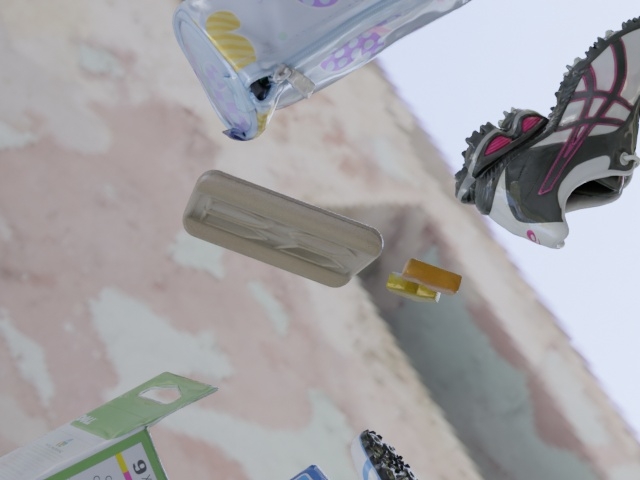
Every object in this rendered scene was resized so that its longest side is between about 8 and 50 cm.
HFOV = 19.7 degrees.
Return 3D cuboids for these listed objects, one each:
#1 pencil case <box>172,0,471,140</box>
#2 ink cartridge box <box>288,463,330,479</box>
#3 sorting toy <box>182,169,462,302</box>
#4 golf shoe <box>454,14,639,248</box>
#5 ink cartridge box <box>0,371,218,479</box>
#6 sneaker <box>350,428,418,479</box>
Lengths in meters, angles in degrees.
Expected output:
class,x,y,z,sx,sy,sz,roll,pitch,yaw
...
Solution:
class,x,y,z,sx,sy,sz,roll,pitch,yaw
pencil case,0.024,-0.185,1.372,0.113,0.273,0.124,61,164,-15
ink cartridge box,0.065,0.403,1.593,0.270,0.151,0.395,59,170,-29
sorting toy,0.000,0.000,2.066,0.307,0.229,0.041,20,-105,-5
golf shoe,0.241,-0.092,1.619,0.273,0.105,0.120,-39,-113,-23
ink cartridge box,-0.165,0.165,1.241,0.209,0.109,0.062,-27,-79,-21
sneaker,0.080,0.318,1.971,0.237,0.086,0.085,67,-160,-1
